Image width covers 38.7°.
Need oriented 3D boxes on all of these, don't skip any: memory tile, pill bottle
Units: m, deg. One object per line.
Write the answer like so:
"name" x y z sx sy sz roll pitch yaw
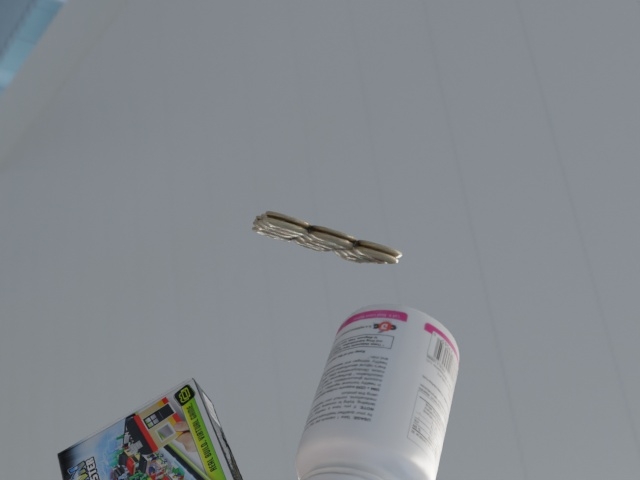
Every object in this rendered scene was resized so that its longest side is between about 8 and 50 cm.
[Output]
"memory tile" 0.000 0.000 0.753 0.148 0.113 0.012 171 -64 -82
"pill bottle" 0.063 0.225 1.064 0.160 0.160 0.283 -40 -160 42

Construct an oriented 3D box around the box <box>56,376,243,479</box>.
"box" -0.097 0.194 0.588 0.114 0.036 0.207 -30 -138 -4
